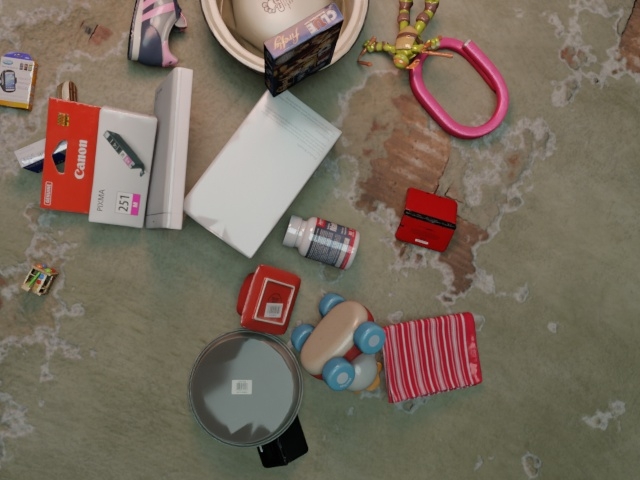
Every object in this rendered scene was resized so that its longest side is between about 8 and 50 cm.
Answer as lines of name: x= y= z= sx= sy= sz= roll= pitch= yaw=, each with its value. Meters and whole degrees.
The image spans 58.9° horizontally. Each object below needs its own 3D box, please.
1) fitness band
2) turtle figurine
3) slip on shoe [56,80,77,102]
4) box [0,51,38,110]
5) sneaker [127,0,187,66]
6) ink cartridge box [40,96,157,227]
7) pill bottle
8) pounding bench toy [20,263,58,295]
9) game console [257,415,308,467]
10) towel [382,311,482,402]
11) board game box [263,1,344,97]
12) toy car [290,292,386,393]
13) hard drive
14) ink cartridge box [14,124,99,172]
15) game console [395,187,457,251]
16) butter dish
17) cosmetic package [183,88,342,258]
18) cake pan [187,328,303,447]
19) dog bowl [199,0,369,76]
fitness band: x=0.369 y=-0.406 z=1.507 sx=0.209 sy=0.054 sz=0.291 roll=-42 pitch=92 yaw=-5
turtle figurine: x=0.238 y=-0.522 z=1.454 sx=0.269 sy=0.087 sz=0.218 roll=9 pitch=74 yaw=37
slip on shoe: x=-0.629 y=-0.327 z=1.399 sx=0.041 sy=0.051 sz=0.136 roll=-7 pitch=84 yaw=10
box: x=-0.751 y=-0.395 z=1.401 sx=0.081 sy=0.028 sz=0.136 roll=8 pitch=86 yaw=-6
sneaker: x=-0.393 y=-0.589 z=1.416 sx=0.131 sy=0.112 sz=0.319 roll=11 pitch=90 yaw=-23
ink cartridge box: x=-0.523 y=-0.179 z=1.333 sx=0.238 sy=0.060 sz=0.275 roll=7 pitch=108 yaw=-20
pill bottle: x=0.000 y=0.000 z=1.431 sx=0.180 sy=0.108 sz=0.108 roll=18 pitch=87 yaw=-6
pounding bench toy: x=-0.682 y=0.092 z=1.369 sx=0.052 sy=0.083 sz=0.065 roll=27 pitch=87 yaw=-5
game console: x=-0.106 y=0.508 z=1.458 sx=0.107 sy=0.071 sz=0.122 roll=-18 pitch=90 yaw=24
towel: x=0.291 y=0.300 z=1.463 sx=0.274 sy=0.031 sz=0.199 roll=-6 pitch=89 yaw=-21
board game box: x=-0.042 y=-0.401 z=1.218 sx=0.165 sy=0.243 sz=0.042 roll=-33 pitch=90 yaw=-5
toy car: x=0.086 y=0.288 z=1.417 sx=0.210 sy=0.219 sz=0.238 roll=-48 pitch=123 yaw=-6
hard drive: x=-0.360 y=-0.202 z=1.336 sx=0.047 sy=0.233 sz=0.354 roll=5 pitch=88 yaw=-27
ink cartridge box: x=-0.618 y=-0.230 z=1.376 sx=0.207 sy=0.097 sz=0.046 roll=-25 pitch=92 yaw=-5
game console: x=0.282 y=-0.054 z=1.510 sx=0.143 sy=0.085 sz=0.124 roll=16 pitch=118 yaw=-5
butter dish: x=-0.149 y=0.141 z=1.414 sx=0.160 sy=0.118 sz=0.160 roll=21 pitch=83 yaw=-47
cosmetic package: x=-0.145 y=-0.165 z=1.398 sx=0.217 sy=0.156 sz=0.385 roll=38 pitch=86 yaw=-4
cake pan: x=-0.190 y=0.366 z=1.406 sx=0.292 sy=0.054 sz=0.294 roll=0 pitch=80 yaw=1
dog bowl: x=-0.090 y=-0.589 z=1.414 sx=0.407 sy=0.150 sz=0.409 roll=0 pitch=90 yaw=-6
